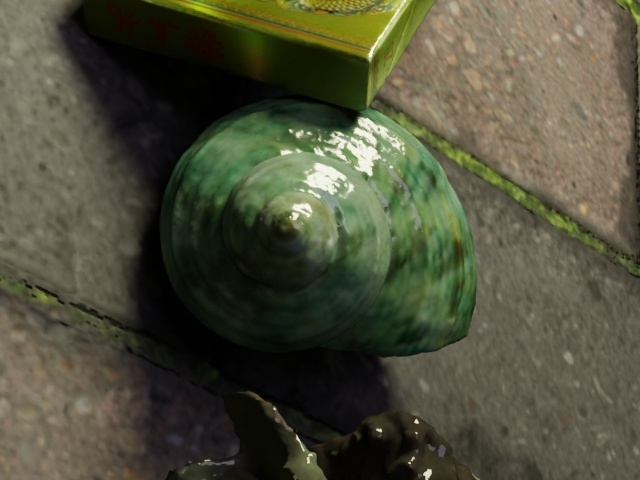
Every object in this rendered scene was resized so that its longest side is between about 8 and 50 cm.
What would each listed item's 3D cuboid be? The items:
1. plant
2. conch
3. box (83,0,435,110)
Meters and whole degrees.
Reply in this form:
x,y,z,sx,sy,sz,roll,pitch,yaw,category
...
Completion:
x,y,z,sx,sy,sz,roll,pitch,yaw,category
0.015,0.161,0.863,0.203,0.131,0.142,37,47,-39,plant
0.003,-0.002,0.944,0.176,0.122,0.188,51,35,9,conch
0.004,-0.197,1.043,0.173,0.043,0.311,18,43,14,box
